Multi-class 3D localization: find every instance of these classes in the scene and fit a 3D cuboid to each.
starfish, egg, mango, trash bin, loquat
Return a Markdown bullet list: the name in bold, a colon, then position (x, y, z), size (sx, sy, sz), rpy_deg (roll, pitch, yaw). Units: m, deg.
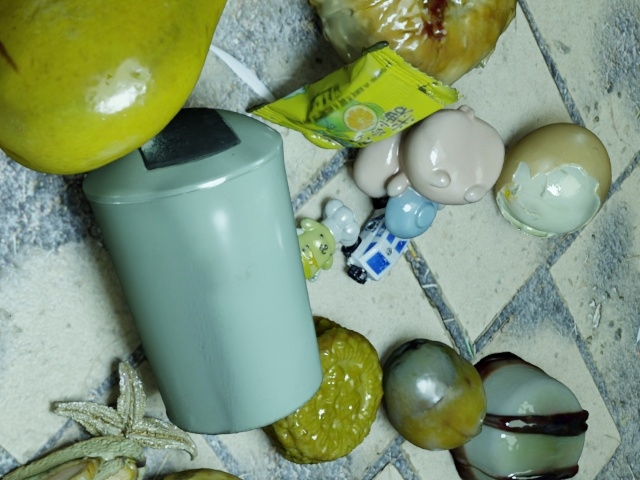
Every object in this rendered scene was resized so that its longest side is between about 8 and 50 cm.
- **starfish**: position (-0.290, 0.293, 1.551), size (0.240, 0.043, 0.227), rpy_deg (20, 96, -27)
- **egg**: position (0.442, -0.120, 1.969), size (0.244, 0.201, 0.201), rpy_deg (-49, 122, -37)
- **mango**: position (-0.265, -0.278, 1.350), size (0.445, 0.301, 0.220), rpy_deg (-52, 149, -20)
- **trash bin**: position (-0.156, 0.028, 1.486), size (0.280, 0.280, 0.432), rpy_deg (-26, 114, -32)
- **loquat**: position (0.195, 0.271, 1.842), size (0.227, 0.179, 0.179), rpy_deg (41, 71, -38)

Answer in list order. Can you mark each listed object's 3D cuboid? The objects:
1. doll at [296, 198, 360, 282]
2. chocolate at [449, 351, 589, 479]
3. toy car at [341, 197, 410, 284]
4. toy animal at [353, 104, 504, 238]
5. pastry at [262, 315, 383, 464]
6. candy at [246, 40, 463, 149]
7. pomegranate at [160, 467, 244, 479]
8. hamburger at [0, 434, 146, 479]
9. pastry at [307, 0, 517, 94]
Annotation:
- **doll**: position (0.000, 0.000, 1.730), size (0.162, 0.062, 0.106), rpy_deg (-42, 123, -27)
- **chocolate**: position (0.389, 0.362, 1.993), size (0.283, 0.186, 0.284), rpy_deg (-5, 99, -37)
- **toy car**: position (0.104, 0.001, 1.804), size (0.080, 0.070, 0.171), rpy_deg (48, 67, -31)
- **toy animal**: position (0.173, -0.143, 1.724), size (0.210, 0.221, 0.229), rpy_deg (15, 53, -32)
- **pastry**: position (0.006, 0.252, 1.720), size (0.235, 0.132, 0.240), rpy_deg (46, 69, -30)
- **candy**: position (0.049, -0.207, 1.604), size (0.187, 0.297, 0.081), rpy_deg (25, 62, -36)
- **pomegranate**: position (-0.180, 0.466, 1.545), size (0.260, 0.260, 0.260), rpy_deg (-5, 98, -37)
- **hamburger**: position (-0.340, 0.363, 1.471), size (0.207, 0.135, 0.155), rpy_deg (-35, 129, -25)
- **pastry**: position (0.135, -0.431, 1.666), size (0.409, 0.245, 0.409), rpy_deg (-6, 100, -35)
